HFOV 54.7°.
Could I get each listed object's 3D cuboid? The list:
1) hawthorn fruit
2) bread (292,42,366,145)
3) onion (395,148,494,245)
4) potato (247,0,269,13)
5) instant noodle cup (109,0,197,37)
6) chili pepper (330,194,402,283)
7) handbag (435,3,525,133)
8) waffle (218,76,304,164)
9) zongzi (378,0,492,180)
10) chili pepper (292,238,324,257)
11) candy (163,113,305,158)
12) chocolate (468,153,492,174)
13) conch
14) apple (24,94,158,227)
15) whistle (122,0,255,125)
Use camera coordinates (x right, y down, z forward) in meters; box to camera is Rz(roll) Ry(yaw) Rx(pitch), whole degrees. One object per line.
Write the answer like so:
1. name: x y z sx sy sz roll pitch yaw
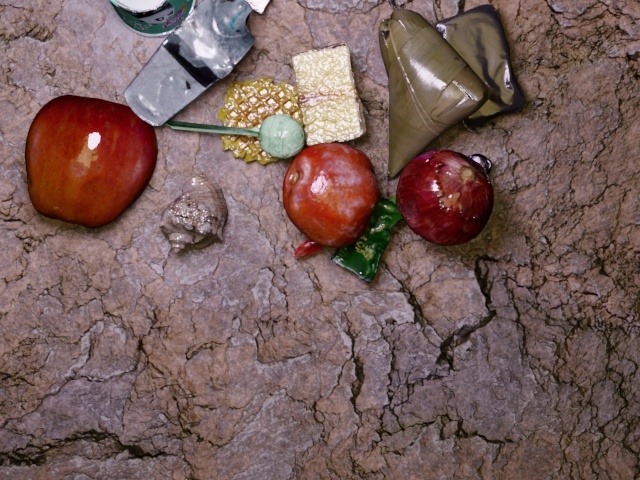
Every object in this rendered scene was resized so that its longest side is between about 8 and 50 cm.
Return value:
1. hawthorn fruit: 0.029 -0.130 1.706 0.284 0.284 0.285 0 98 -3
2. bread: 0.033 -0.407 1.725 0.178 0.142 0.266 -4 104 29
3. onion: 0.343 -0.120 1.722 0.276 0.276 0.276 0 98 -3
4. potato: -0.193 -0.676 1.703 0.122 0.086 0.061 31 109 -8
5. instant noodle cup: -0.461 -0.679 1.632 0.251 0.190 0.251 0 98 -3
6. chili pepper: 0.156 -0.023 1.805 0.136 0.099 0.270 33 101 12
7. handbag: 0.454 -0.485 1.761 0.191 0.075 0.332 -20 99 2
8. waffle: -0.166 -0.341 1.765 0.254 0.052 0.245 4 99 -2
9. zongzi: 0.208 -0.449 1.739 0.418 0.181 0.447 -43 78 32
10. chili pepper: 0.000 0.000 1.820 0.191 0.059 0.050 -28 62 -1
11. candy: -0.257 -0.307 1.713 0.439 0.119 0.119 9 98 10
12. chocolate: 0.471 -0.181 1.812 0.072 0.070 0.147 -9 103 -6
13. conch: -0.354 -0.075 1.770 0.178 0.163 0.245 25 78 -38
14. apple: -0.650 -0.221 1.727 0.328 0.295 0.365 23 97 32
15. whistle: -0.342 -0.477 1.639 0.168 0.188 0.405 43 85 -23
